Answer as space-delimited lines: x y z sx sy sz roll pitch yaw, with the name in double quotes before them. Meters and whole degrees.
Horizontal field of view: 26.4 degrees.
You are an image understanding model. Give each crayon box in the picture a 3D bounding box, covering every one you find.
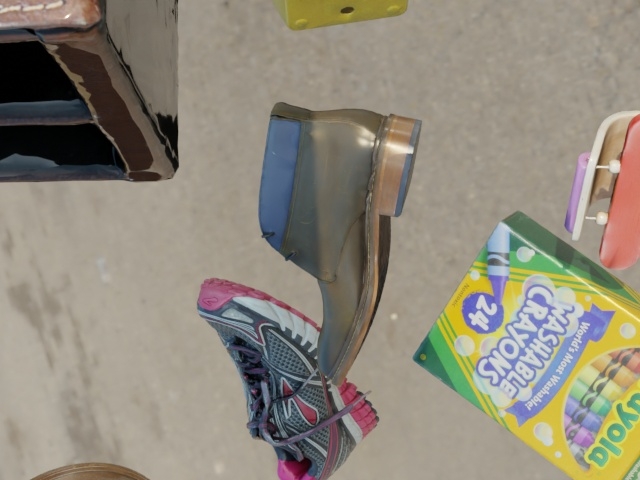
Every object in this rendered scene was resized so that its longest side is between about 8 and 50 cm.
"crayon box" 0.291 0.142 1.529 0.323 0.083 0.203 36 113 14

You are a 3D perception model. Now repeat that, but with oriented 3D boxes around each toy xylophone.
"toy xylophone" 0.401 -0.073 1.327 0.236 0.323 0.081 81 -169 -45

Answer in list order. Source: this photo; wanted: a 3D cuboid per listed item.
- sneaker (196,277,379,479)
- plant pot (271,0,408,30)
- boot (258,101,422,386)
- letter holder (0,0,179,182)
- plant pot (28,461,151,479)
"sneaker" -0.038 0.148 1.375 0.121 0.112 0.299 19 153 43
"plant pot" 0.015 -0.367 1.581 0.212 0.212 0.187 86 176 -64
"boot" 0.000 0.000 0.993 0.106 0.082 0.219 15 114 4
"letter holder" -0.160 -0.180 0.441 0.152 0.214 0.301 82 -173 -78
"plant pot" -0.127 0.244 0.853 0.165 0.167 0.167 18 122 60
